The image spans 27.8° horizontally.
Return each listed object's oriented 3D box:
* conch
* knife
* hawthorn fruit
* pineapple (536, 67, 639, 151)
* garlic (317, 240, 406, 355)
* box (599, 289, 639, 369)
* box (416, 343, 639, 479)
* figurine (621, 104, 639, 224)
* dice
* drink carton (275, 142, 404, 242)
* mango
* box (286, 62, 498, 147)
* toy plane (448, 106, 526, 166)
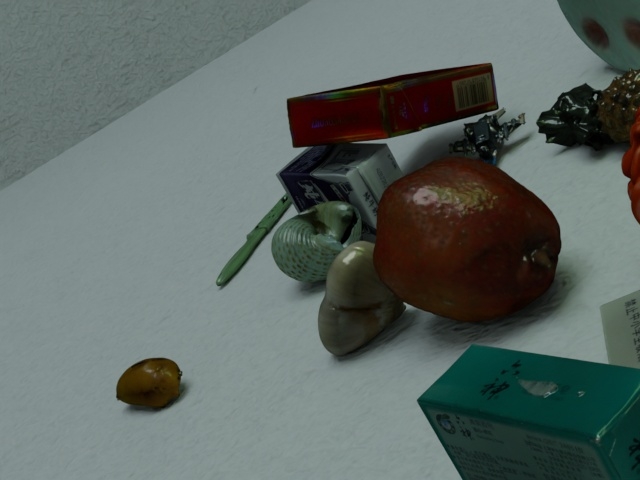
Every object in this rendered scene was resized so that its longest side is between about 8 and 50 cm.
[{"bbox_3d":[0.001,0.004,1.986,0.153,0.102,0.135,7,56,31],"label":"conch"},{"bbox_3d":[-0.117,-0.006,2.291,0.043,0.020,0.293,-16,25,38],"label":"knife"},{"bbox_3d":[0.196,0.008,1.600,0.210,0.210,0.262,-41,41,-25],"label":"hawthorn fruit"},{"bbox_3d":[0.413,-0.184,1.867,0.119,0.111,0.237,-8,1,-31],"label":"pineapple"},{"bbox_3d":[0.046,0.071,1.726,0.099,0.174,0.124,29,46,29],"label":"garlic"},{"bbox_3d":[0.416,0.079,1.294,0.259,0.071,0.168,-23,22,18],"label":"box"},{"bbox_3d":[0.221,0.190,1.192,0.092,0.153,0.245,-41,24,-25],"label":"box"},{"bbox_3d":[0.511,-0.118,1.350,0.411,0.241,0.306,-10,-13,29],"label":"figurine"},{"bbox_3d":[0.537,-0.437,2.033,0.264,0.268,0.262,-37,20,-13],"label":"dice"},{"bbox_3d":[0.046,-0.079,2.072,0.102,0.134,0.222,-38,22,-25],"label":"drink carton"},{"bbox_3d":[-0.258,0.212,1.926,0.127,0.063,0.077,-14,34,38],"label":"mango"},{"bbox_3d":[0.120,-0.219,2.095,0.197,0.089,0.313,-1,11,41],"label":"box"},{"bbox_3d":[0.262,-0.152,2.045,0.135,0.062,0.188,-22,22,20],"label":"toy plane"}]
